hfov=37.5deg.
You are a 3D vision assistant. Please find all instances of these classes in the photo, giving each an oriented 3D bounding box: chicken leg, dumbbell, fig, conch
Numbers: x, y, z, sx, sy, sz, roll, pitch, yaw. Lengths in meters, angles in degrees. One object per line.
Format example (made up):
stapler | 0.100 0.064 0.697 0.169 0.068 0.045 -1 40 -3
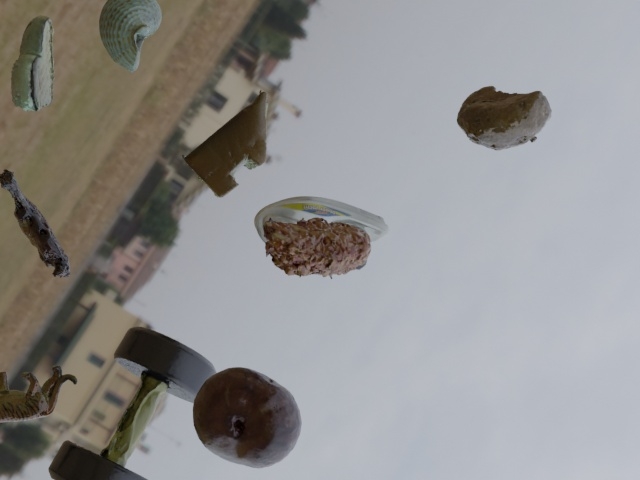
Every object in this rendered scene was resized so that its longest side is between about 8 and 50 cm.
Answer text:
chicken leg | -0.563 -0.033 1.850 0.051 0.253 0.106 -33 -151 -15
dumbbell | -0.354 0.347 1.810 0.322 0.204 0.204 -63 -169 -19
fig | -0.121 0.283 1.517 0.274 0.170 0.145 128 -14 -81
conch | -0.342 -0.374 1.669 0.153 0.102 0.135 -74 178 -55

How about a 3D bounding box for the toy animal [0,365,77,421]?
toy animal | -0.567 0.293 1.751 0.057 0.241 0.099 -85 168 -85

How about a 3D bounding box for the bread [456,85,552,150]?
bread | 0.209 -0.141 1.106 0.082 0.060 0.113 -31 -151 -19

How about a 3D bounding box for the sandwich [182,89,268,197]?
sandwich | -0.177 -0.207 2.067 0.236 0.128 0.122 -42 -175 -8

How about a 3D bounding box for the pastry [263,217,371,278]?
pastry | -0.005 0.014 1.212 0.087 0.169 0.063 40 -60 41

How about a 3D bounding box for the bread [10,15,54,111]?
bread | -0.585 -0.345 1.928 0.172 0.064 0.232 100 -8 -60

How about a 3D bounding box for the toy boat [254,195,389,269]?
toy boat | 0.002 -0.005 1.698 0.269 0.141 0.141 1 135 -50
